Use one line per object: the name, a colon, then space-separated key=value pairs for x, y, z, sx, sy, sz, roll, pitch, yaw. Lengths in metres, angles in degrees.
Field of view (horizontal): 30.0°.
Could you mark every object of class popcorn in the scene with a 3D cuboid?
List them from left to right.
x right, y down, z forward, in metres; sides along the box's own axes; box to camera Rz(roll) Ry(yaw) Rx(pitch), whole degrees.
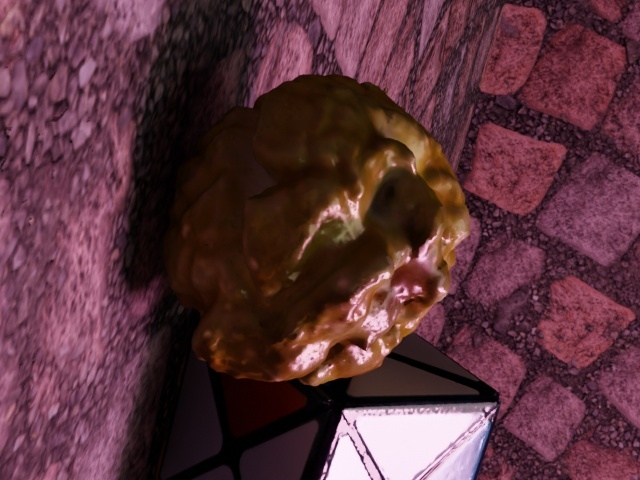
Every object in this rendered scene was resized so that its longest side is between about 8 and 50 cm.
popcorn: x=0.003 y=-0.007 z=1.069 sx=0.282 sy=0.282 sz=0.247 roll=67 pitch=0 yaw=-73

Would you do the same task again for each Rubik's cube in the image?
Rubik's cube: x=0.003 y=0.217 z=1.264 sx=0.246 sy=0.250 sz=0.248 roll=3 pitch=111 yaw=-40
